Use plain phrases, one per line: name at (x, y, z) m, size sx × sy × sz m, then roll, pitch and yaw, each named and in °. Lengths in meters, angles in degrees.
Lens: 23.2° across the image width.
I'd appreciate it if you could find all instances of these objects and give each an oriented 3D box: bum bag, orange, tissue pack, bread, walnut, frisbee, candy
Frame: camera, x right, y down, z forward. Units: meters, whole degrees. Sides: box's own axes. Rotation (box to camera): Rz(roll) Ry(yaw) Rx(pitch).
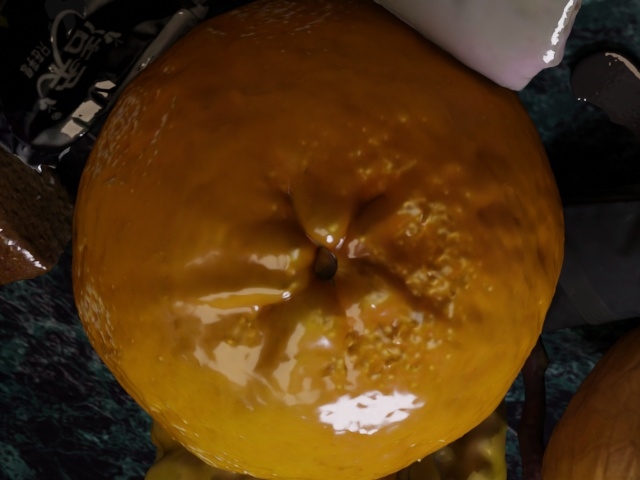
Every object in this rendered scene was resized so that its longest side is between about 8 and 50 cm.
bum bag at (0.229, 0.007, 1.131) m, size 0.248 × 0.060 × 0.123 m, roll -7°, pitch 103°, yaw 48°
orange at (0.000, 0.000, 1.052) m, size 0.341 × 0.340 × 0.293 m, roll 32°, pitch 179°, yaw -8°
tissue pack at (-0.245, -0.224, 1.110) m, size 0.332 × 0.123 × 0.245 m, roll 38°, pitch 132°, yaw -16°
bread at (-0.417, -0.022, 1.401) m, size 0.417 × 0.113 × 0.165 m, roll -10°, pitch 127°, yaw 33°
walnut at (0.275, 0.166, 1.201) m, size 0.193 × 0.225 × 0.193 m, roll 32°, pitch 152°, yaw 19°
frisbee at (0.289, -0.057, 1.126) m, size 0.187 × 0.012 × 0.211 m, roll -2°, pitch 131°, yaw 24°
candy at (0.109, -0.218, 0.954) m, size 0.195 × 0.137 × 0.185 m, roll 34°, pitch 137°, yaw -8°

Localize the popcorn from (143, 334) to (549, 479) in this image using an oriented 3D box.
popcorn at (0.036, 0.191, 1.304) m, size 0.382 × 0.349 × 0.349 m, roll -41°, pitch 111°, yaw 13°

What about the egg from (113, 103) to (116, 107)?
egg at (-0.114, -0.091, 1.216) m, size 0.110 × 0.085 × 0.085 m, roll 29°, pitch 140°, yaw 20°
